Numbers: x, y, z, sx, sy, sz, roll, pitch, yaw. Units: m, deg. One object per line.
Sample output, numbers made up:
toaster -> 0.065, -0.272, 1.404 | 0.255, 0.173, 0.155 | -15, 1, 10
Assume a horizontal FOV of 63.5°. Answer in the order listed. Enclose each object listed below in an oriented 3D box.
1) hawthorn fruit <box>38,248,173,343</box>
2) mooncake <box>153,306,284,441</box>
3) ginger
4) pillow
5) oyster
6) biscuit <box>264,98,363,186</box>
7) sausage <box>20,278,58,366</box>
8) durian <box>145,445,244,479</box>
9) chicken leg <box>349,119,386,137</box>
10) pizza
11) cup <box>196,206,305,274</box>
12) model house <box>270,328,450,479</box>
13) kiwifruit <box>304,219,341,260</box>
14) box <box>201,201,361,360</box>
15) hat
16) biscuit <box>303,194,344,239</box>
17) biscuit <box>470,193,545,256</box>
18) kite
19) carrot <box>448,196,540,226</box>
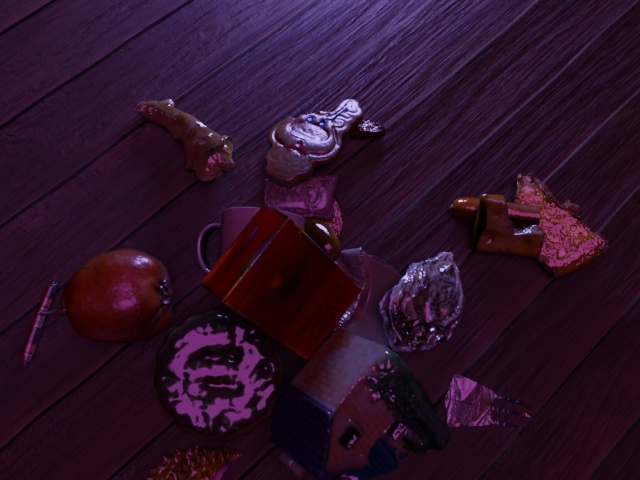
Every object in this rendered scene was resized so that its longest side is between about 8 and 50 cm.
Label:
hawthorn fruit -> -0.454, 0.124, 1.106 | 0.262, 0.210, 0.211 | -8, 80, -4
mooncake -> -0.217, 0.285, 1.130 | 0.290, 0.161, 0.291 | 2, 77, -10
ginger -> -0.331, -0.251, 1.269 | 0.294, 0.086, 0.131 | 35, 84, 8
pillow -> -0.048, -0.105, 1.270 | 0.184, 0.043, 0.118 | 0, 77, 0
oyster -> 0.254, 0.150, 1.248 | 0.267, 0.112, 0.199 | -24, 88, -29
biscuit -> -0.017, -0.261, 1.304 | 0.319, 0.047, 0.183 | -33, 64, -16
sausage -> -0.628, 0.182, 1.156 | 0.028, 0.025, 0.199 | 18, 76, -20
durian -> -0.310, 0.551, 1.092 | 0.186, 0.154, 0.261 | 9, 68, 18
chicken leg -> 0.102, -0.295, 1.364 | 0.144, 0.037, 0.062 | -2, 57, -10
pizza -> 0.599, -0.043, 1.372 | 0.189, 0.071, 0.297 | -41, 83, 3
cup -> -0.168, 0.040, 1.186 | 0.252, 0.191, 0.201 | 3, 81, 14
model house -> 0.064, 0.394, 1.064 | 0.280, 0.245, 0.312 | -45, 118, -23
kiwifruit -> 0.000, 0.000, 1.229 | 0.075, 0.075, 0.124 | -27, 53, -13
box -> -0.065, 0.093, 1.045 | 0.089, 0.313, 0.197 | 32, 80, 42
hat -> 0.085, 0.149, 1.257 | 0.244, 0.149, 0.214 | 37, 65, -37
biscuit -> -0.010, -0.071, 1.304 | 0.126, 0.025, 0.206 | -32, 85, -13
biscuit -> 0.476, -0.032, 1.295 | 0.183, 0.174, 0.039 | 8, 38, 8
kite -> 0.416, 0.419, 1.278 | 0.229, 0.016, 0.127 | 16, 79, -2
carrot -> 0.446, -0.073, 1.336 | 0.225, 0.067, 0.067 | 8, 77, 11
